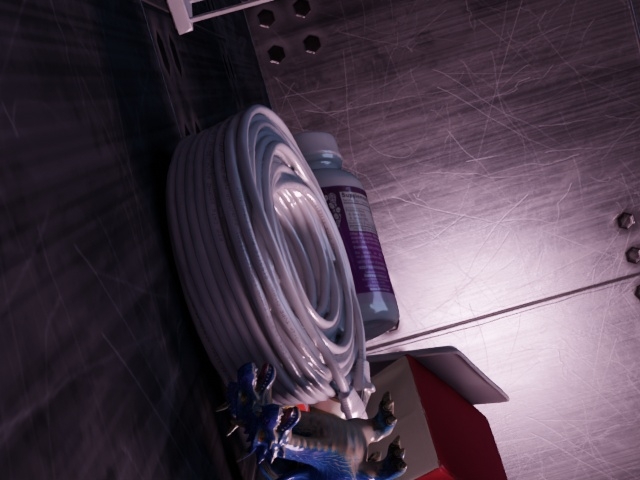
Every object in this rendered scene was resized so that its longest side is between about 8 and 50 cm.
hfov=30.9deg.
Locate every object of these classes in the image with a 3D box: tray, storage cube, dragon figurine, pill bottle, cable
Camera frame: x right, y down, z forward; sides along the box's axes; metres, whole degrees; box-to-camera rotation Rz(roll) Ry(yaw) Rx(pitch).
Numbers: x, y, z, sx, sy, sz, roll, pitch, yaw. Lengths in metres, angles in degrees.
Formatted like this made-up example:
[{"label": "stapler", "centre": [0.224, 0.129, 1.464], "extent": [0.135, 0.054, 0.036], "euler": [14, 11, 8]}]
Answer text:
[{"label": "tray", "centre": [0.108, 0.187, 1.572], "extent": [0.145, 0.270, 0.030], "euler": [42, 49, -40]}, {"label": "storage cube", "centre": [0.112, 0.296, 1.486], "extent": [0.193, 0.184, 0.215], "euler": [40, 24, -38]}, {"label": "dragon figurine", "centre": [-0.013, 0.196, 0.941], "extent": [0.289, 0.144, 0.085], "euler": [96, -12, -47]}, {"label": "pill bottle", "centre": [0.000, 0.000, 1.707], "extent": [0.169, 0.169, 0.301], "euler": [67, 7, -73]}, {"label": "cable", "centre": [-0.044, 0.016, 0.995], "extent": [0.257, 0.089, 0.257], "euler": [56, 22, -45]}]

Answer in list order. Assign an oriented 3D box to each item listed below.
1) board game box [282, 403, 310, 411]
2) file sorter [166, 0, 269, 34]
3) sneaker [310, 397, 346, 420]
[{"label": "board game box", "centre": [-0.059, 0.085, 1.197], "extent": [0.147, 0.045, 0.193], "euler": [-99, 173, -67]}, {"label": "file sorter", "centre": [-0.126, -0.412, 1.421], "extent": [0.277, 0.173, 0.192], "euler": [-103, 177, -57]}, {"label": "sneaker", "centre": [-0.015, 0.216, 1.283], "extent": [0.192, 0.064, 0.086], "euler": [143, -33, -74]}]
